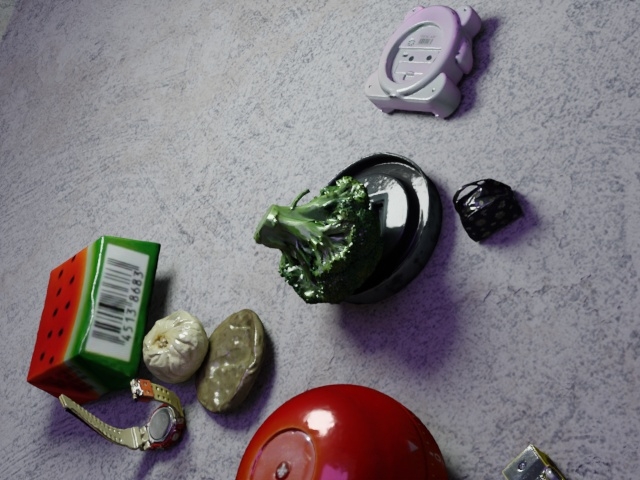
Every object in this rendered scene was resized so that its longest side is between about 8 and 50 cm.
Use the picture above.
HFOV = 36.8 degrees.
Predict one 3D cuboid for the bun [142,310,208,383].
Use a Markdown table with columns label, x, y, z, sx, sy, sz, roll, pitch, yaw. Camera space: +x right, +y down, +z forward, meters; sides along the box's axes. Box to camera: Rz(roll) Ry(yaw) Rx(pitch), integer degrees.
| label | x | y | z | sx | sy | sz | roll | pitch | yaw |
| --- | --- | --- | --- | --- | --- | --- | --- | --- | --- |
| bun | -0.331 | 0.235 | 2.149 | 0.188 | 0.111 | 0.164 | 6 | 73 | 57 |

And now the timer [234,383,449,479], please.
| label | x | y | z | sx | sy | sz | roll | pitch | yaw |
| --- | --- | --- | --- | --- | --- | --- | --- | --- | --- |
| timer | 0.027 | 0.427 | 1.609 | 0.378 | 0.279 | 0.378 | -25 | 49 | 32 |

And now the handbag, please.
| label | x | y | z | sx | sy | sz | roll | pitch | yaw |
| --- | --- | --- | --- | --- | --- | --- | --- | --- | --- |
| handbag | 0.290 | -0.067 | 1.768 | 0.115 | 0.139 | 0.072 | -34 | 55 | 21 |

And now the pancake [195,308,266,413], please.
| label | x | y | z | sx | sy | sz | roll | pitch | yaw |
| --- | --- | --- | --- | --- | --- | --- | --- | --- | --- |
| pancake | -0.192 | 0.266 | 2.072 | 0.242 | 0.050 | 0.242 | -36 | 38 | 33 |

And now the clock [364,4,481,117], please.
| label | x | y | z | sx | sy | sz | roll | pitch | yaw |
| --- | --- | --- | --- | --- | --- | --- | --- | --- | --- |
| clock | 0.225 | -0.388 | 2.059 | 0.227 | 0.090 | 0.248 | 13 | 74 | 45 |

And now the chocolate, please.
| label | x | y | z | sx | sy | sz | roll | pitch | yaw |
| --- | --- | --- | --- | --- | --- | --- | --- | --- | --- |
| chocolate | -0.549 | 0.192 | 2.314 | 0.341 | 0.161 | 0.360 | -27 | 49 | 46 |

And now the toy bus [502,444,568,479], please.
| label | x | y | z | sx | sy | sz | roll | pitch | yaw |
| --- | --- | --- | --- | --- | --- | --- | --- | --- | --- |
| toy bus | 0.366 | 0.418 | 1.455 | 0.081 | 0.074 | 0.226 | -47 | 43 | 9 |

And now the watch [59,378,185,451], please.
| label | x | y | z | sx | sy | sz | roll | pitch | yaw |
| --- | --- | --- | --- | --- | --- | --- | --- | --- | --- |
| watch | -0.407 | 0.362 | 2.047 | 0.164 | 0.268 | 0.102 | -34 | 46 | 9 |

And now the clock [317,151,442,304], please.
| label | x | y | z | sx | sy | sz | roll | pitch | yaw |
| --- | --- | --- | --- | --- | --- | --- | --- | --- | --- |
| clock | 0.102 | -0.026 | 1.965 | 0.325 | 0.067 | 0.325 | -22 | 52 | 31 |

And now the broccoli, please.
| label | x | y | z | sx | sy | sz | roll | pitch | yaw |
| --- | --- | --- | --- | --- | --- | --- | --- | --- | --- |
| broccoli | 0.000 | 0.000 | 1.838 | 0.262 | 0.241 | 0.269 | -62 | 10 | 22 |
